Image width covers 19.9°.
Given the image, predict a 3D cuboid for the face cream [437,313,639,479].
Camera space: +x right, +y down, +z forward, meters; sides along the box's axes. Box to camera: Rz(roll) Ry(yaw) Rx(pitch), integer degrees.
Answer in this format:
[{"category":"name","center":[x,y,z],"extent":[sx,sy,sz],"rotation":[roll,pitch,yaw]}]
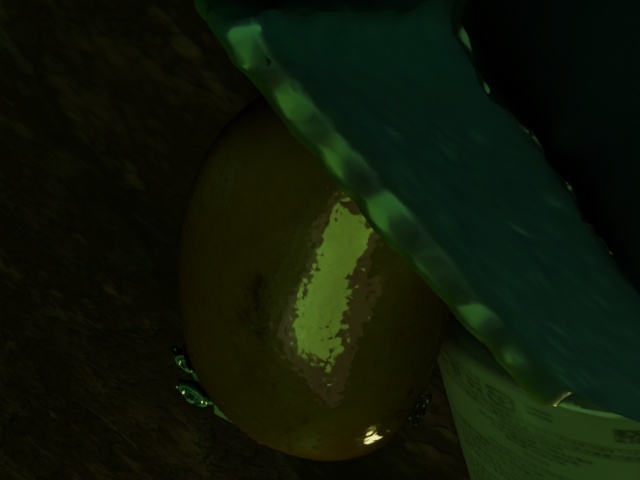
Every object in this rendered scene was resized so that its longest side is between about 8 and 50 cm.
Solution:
[{"category":"face cream","center":[0.165,0.152,1.142],"extent":[0.173,0.081,0.348],"rotation":[23,152,28]}]

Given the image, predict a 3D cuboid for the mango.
[{"category":"mango","center":[0.000,0.000,1.014],"extent":[0.257,0.138,0.187],"rotation":[104,153,-45]}]

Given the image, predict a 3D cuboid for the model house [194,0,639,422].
[{"category":"model house","center":[0.094,-0.065,0.703],"extent":[0.237,0.215,0.303],"rotation":[49,158,-25]}]

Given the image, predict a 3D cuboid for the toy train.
[{"category":"toy train","center":[-0.073,0.105,1.428],"extent":[0.081,0.050,0.122],"rotation":[27,154,12]}]
